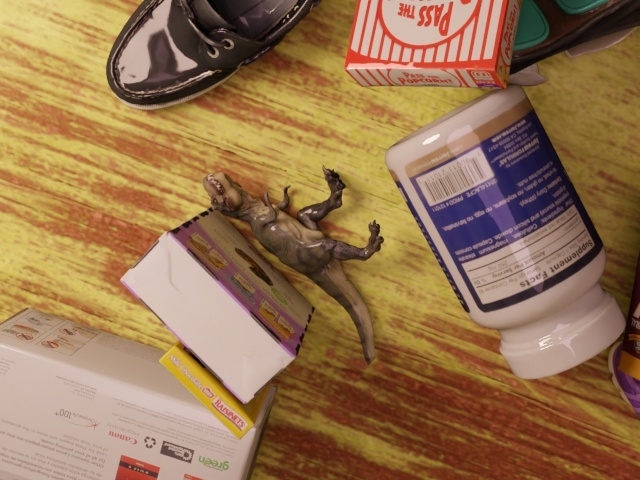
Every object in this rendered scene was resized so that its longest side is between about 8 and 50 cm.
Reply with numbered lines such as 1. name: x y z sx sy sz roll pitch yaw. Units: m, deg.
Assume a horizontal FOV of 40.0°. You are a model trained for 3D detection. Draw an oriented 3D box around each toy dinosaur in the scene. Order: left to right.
1. toy dinosaur: 0.000 0.000 0.942 0.268 0.064 0.118 45 107 -5

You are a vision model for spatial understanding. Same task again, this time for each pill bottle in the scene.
1. pill bottle: 0.187 -0.007 0.872 0.153 0.153 0.265 -27 96 10

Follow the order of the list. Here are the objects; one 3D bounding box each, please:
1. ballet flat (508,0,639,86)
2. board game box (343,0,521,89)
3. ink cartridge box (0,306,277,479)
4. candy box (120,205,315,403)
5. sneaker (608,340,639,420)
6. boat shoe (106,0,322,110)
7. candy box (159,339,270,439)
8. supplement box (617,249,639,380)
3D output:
1. ballet flat: 0.224 -0.204 0.862 0.280 0.095 0.096 -17 142 6
2. board game box: 0.112 -0.237 0.808 0.146 0.045 0.194 6 79 28
3. ink cartridge box: -0.237 0.256 0.970 0.309 0.130 0.272 18 101 3
4. candy box: -0.093 0.056 0.888 0.070 0.196 0.165 -44 93 10
5. sneaker: 0.363 0.178 0.926 0.068 0.071 0.170 -27 95 9
6. boat shoe: -0.085 -0.243 0.880 0.340 0.113 0.127 -26 96 9
7. candy box: -0.097 0.126 0.896 0.027 0.206 0.105 -43 93 7
8. supplement box: 0.415 0.053 0.838 0.191 0.129 0.194 3 100 -19
